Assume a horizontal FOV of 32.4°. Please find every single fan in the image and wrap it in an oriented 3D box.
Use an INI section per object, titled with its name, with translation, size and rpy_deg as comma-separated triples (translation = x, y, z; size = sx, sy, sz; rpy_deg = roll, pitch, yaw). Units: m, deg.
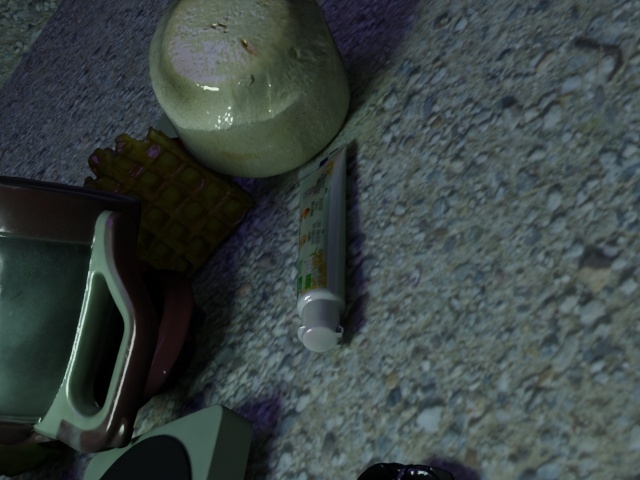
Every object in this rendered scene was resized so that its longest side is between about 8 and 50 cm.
[fan]
translation = -0.192, -0.229, 1.790
size = 0.310, 0.010, 0.182
rpy_deg = -38, 34, 34

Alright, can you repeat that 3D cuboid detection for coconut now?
[coconut]
translation = -0.085, -0.198, 1.384
size = 0.237, 0.266, 0.237
rpy_deg = -4, 73, 11

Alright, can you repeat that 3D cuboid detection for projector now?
[projector]
translation = -0.181, 0.321, 1.140
size = 0.257, 0.079, 0.259
rpy_deg = -27, 40, 40

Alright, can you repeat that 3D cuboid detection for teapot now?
[teapot]
translation = -0.311, 0.092, 1.271
size = 0.315, 0.233, 0.312
rpy_deg = 11, 96, 34

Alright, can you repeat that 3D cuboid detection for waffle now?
[waffle]
translation = -0.217, -0.052, 1.441
size = 0.160, 0.211, 0.055
rpy_deg = -50, 29, 11

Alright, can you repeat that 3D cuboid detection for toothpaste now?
[toothpaste]
translation = 0.000, 0.000, 1.234
size = 0.314, 0.058, 0.056
rpy_deg = -88, -1, -50

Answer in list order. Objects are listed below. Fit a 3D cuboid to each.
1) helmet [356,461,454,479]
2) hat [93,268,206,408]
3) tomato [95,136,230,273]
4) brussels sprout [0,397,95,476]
[helmet]
translation = 0.072, 0.218, 0.904
size = 0.084, 0.049, 0.065
rpy_deg = 2, 22, 30
[hat]
translation = -0.212, 0.130, 1.373
size = 0.205, 0.089, 0.205
rpy_deg = -30, 44, 34
[tomato]
translation = -0.250, -0.059, 1.572
size = 0.233, 0.139, 0.200
rpy_deg = -49, 36, 11
[brussels sprout]
translation = -0.448, 0.204, 1.527
size = 0.294, 0.227, 0.259
rpy_deg = -32, 21, -8
